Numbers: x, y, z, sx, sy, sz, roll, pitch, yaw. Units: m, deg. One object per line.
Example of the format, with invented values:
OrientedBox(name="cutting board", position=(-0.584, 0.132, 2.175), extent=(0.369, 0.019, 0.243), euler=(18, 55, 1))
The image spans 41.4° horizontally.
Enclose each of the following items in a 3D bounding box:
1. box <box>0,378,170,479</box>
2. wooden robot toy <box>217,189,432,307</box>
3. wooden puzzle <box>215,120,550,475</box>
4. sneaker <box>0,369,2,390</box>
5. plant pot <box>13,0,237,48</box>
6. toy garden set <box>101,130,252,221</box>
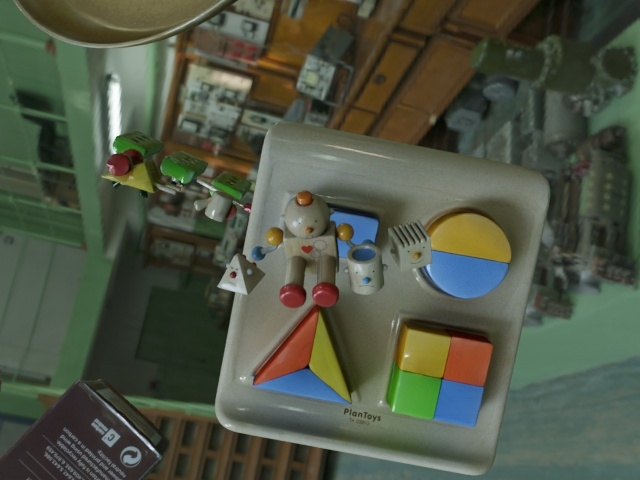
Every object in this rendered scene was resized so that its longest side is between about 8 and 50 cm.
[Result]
OrientedBox(name="box", position=(-0.360, 0.344, 0.999), extent=(0.381, 0.143, 0.191), euler=(-48, -1, -12))
OrientedBox(name="wooden robot toy", position=(0.000, 0.000, 0.660), extent=(0.076, 0.173, 0.079), euler=(-89, -7, -54))
OrientedBox(name="wooden puzzle", position=(0.069, 0.063, 0.921), extent=(0.080, 0.322, 0.348), euler=(-163, 84, -89))
OrientedBox(name="sneaker", position=(-0.302, 0.163, 0.709), extent=(0.075, 0.063, 0.171), euler=(-43, 53, 54))
OrientedBox(name="plant pot", position=(-0.087, -0.215, 0.484), extent=(0.032, 0.236, 0.236), euler=(26, -106, -61))
OrientedBox(name="toy garden set", position=(-0.158, -0.062, 1.090), extent=(0.204, 0.244, 0.049), euler=(-80, 15, -79))
